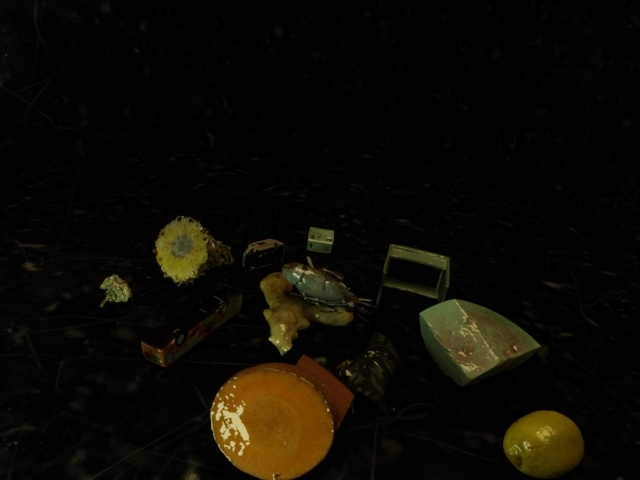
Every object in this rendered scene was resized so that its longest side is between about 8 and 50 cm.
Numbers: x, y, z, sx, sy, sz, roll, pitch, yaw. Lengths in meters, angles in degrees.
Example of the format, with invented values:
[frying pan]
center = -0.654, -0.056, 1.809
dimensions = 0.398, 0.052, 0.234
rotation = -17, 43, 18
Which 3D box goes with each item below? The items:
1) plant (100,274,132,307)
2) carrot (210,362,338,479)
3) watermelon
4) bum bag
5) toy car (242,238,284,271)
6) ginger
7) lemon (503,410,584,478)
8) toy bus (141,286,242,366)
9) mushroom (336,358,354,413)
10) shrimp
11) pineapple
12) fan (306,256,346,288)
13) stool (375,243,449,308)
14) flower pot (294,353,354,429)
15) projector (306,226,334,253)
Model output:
[plant]
center = -0.697, 0.181, 1.804
dimensions = 0.116, 0.104, 0.122
rotation = -15, 33, 55
[carrot]
center = -0.112, 0.422, 1.275
dimensions = 0.306, 0.259, 0.100
rotation = 11, -12, 4
[watermelon]
center = 0.476, 0.350, 1.687
dimensions = 0.386, 0.229, 0.258
rotation = 20, 34, 1
[bum bag]
center = 0.169, 0.376, 1.604
dimensions = 0.144, 0.095, 0.340
rotation = 44, 24, 10
[toy car]
center = -0.248, 0.053, 2.185
dimensions = 0.108, 0.090, 0.209
rotation = 27, 28, 34
[ginger]
center = -0.113, 0.224, 1.836
dimensions = 0.363, 0.122, 0.348
rotation = 35, 25, 25
[lemon]
center = 0.574, 0.526, 1.387
dimensions = 0.207, 0.170, 0.170
rotation = -7, 30, -28
[toy bus]
center = -0.390, 0.259, 1.694
dimensions = 0.093, 0.092, 0.408
rotation = 18, 26, 22
[mushroom]
center = 0.080, 0.422, 1.565
dimensions = 0.061, 0.060, 0.187
rotation = -29, 25, 21
[shrimp]
center = 0.026, 0.170, 1.795
dimensions = 0.342, 0.145, 0.117
rotation = 28, 63, -2
[pineapple]
center = -0.447, 0.047, 2.038
dimensions = 0.262, 0.263, 0.271
rotation = 21, 5, 24
[fan]
center = -0.011, 0.152, 2.149
dimensions = 0.190, 0.009, 0.329
rotation = -2, 30, -19
[stool]
center = 0.359, 0.159, 2.077
dimensions = 0.243, 0.171, 0.270
rotation = 13, 26, 9
[flower pot]
center = -0.013, 0.418, 1.405
dimensions = 0.173, 0.191, 0.190
rotation = 25, 28, 11
[projector]
center = 0.000, 0.000, 2.414
dimensions = 0.115, 0.061, 0.147
rotation = 8, 25, 0
